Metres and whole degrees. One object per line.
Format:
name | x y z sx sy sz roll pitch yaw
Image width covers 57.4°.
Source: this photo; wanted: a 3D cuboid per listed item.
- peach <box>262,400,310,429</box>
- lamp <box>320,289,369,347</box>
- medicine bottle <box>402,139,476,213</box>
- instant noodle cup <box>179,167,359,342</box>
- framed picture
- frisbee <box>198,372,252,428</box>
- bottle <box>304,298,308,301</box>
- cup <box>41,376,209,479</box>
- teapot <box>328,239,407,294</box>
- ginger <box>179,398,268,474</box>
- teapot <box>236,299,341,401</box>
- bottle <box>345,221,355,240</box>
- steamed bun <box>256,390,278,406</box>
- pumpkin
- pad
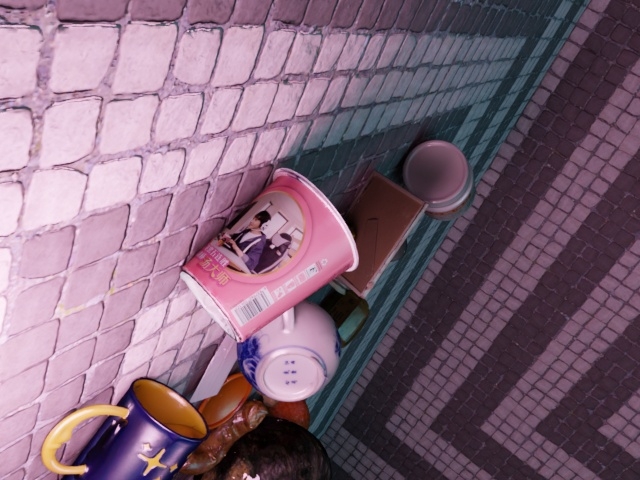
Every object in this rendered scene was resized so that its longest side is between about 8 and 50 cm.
peach | -0.139 0.633 2.112 0.232 0.233 0.232 -48 162 -21
lamp | 0.070 0.264 1.994 0.185 0.161 0.161 -47 162 -23
medicine bottle | 0.384 -0.184 1.868 0.211 0.211 0.371 -56 163 5
instant noodle cup | -0.099 0.036 1.029 0.255 0.244 0.244 -39 159 -18
framed picture | 0.127 -0.021 1.519 0.020 0.211 0.289 26 100 -45
frisbee | -0.266 0.433 1.599 0.192 0.035 0.192 -35 145 -30
bottle | -0.112 0.283 1.656 0.269 0.083 0.083 -55 163 6
cup | -0.386 0.388 1.079 0.256 0.255 0.178 -52 -160 -1
teapot | 0.120 0.035 1.678 0.251 0.183 0.183 -46 164 9
ginger | -0.288 0.568 1.681 0.309 0.107 0.133 -36 -175 -32
teapot | -0.078 0.244 1.438 0.280 0.253 0.423 -100 -173 -61
bottle | 0.000 0.000 1.410 0.082 0.082 0.286 -59 163 16
steamed bun | -0.128 0.415 1.839 0.177 0.106 0.192 -45 170 -41
pumpkin | -0.185 0.770 1.840 0.455 0.343 0.454 -10 132 -12
pad | -0.235 0.293 1.442 0.231 0.004 0.156 -61 162 2
